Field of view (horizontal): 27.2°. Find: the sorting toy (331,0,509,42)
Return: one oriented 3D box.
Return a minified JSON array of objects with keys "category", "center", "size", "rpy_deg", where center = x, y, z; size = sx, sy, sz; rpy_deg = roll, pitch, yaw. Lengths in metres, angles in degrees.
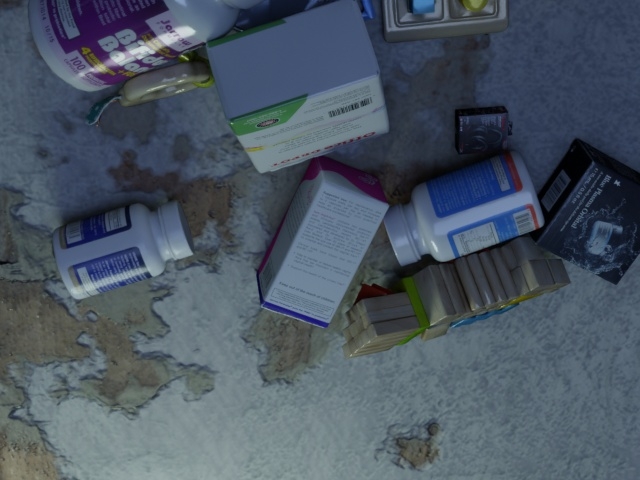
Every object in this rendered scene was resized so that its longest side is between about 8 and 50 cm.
[{"category":"sorting toy","center":[0.176,-0.371,1.836],"size":[0.348,0.047,0.196],"rpy_deg":[-7,116,-4]}]

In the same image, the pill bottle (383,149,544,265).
[{"category":"pill bottle","center":[0.208,-0.042,1.954],"size":[0.222,0.124,0.124],"rpy_deg":[-19,116,6]}]

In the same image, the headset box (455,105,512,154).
[{"category":"headset box","center":[0.242,-0.163,1.952],"size":[0.083,0.032,0.062],"rpy_deg":[-4,116,-3]}]

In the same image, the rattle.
[{"category":"rattle","center":[-0.253,-0.248,1.836],"size":[0.200,0.130,0.142],"rpy_deg":[-13,108,29]}]

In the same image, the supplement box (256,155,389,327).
[{"category":"supplement box","center":[0.000,0.000,1.958],"size":[0.114,0.111,0.220],"rpy_deg":[19,112,-15]}]

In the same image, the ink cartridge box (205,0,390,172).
[{"category":"ink cartridge box","center":[-0.022,-0.200,1.767],"size":[0.201,0.278,0.117],"rpy_deg":[-18,78,2]}]

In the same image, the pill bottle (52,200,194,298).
[{"category":"pill bottle","center":[-0.285,0.008,1.928],"size":[0.187,0.112,0.112],"rpy_deg":[-17,116,2]}]

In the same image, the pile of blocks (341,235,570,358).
[{"category":"pile of blocks","center":[0.194,0.073,2.036],"size":[0.362,0.149,0.112],"rpy_deg":[-16,74,-9]}]

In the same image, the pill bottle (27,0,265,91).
[{"category":"pill bottle","center":[-0.209,-0.313,1.686],"size":[0.302,0.169,0.169],"rpy_deg":[-18,119,28]}]

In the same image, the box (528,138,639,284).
[{"category":"box","center":[0.417,-0.042,1.997],"size":[0.158,0.093,0.156],"rpy_deg":[25,110,-19]}]

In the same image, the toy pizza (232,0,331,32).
[{"category":"toy pizza","center":[-0.073,-0.376,1.800],"size":[0.201,0.032,0.201],"rpy_deg":[-1,106,-4]}]
